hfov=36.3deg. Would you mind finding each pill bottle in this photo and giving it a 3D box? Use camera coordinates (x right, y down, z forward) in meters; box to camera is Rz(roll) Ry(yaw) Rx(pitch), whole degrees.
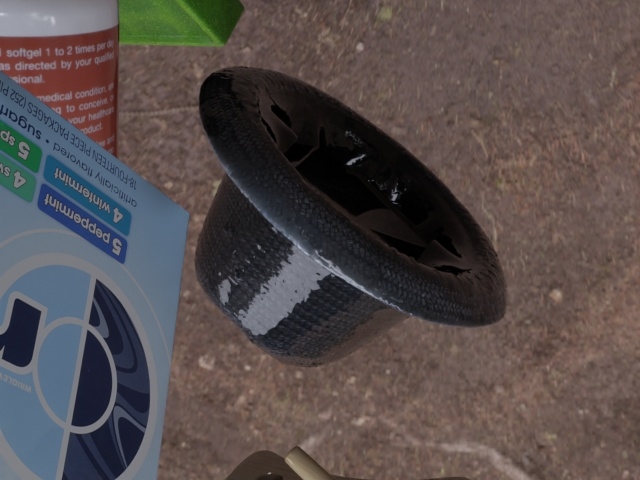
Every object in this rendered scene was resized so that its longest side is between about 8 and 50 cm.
[{"bbox_3d":[-0.172,-0.087,0.543,0.121,0.121,0.216,7,111,5],"label":"pill bottle"}]

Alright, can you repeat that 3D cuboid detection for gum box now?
[{"bbox_3d":[-0.113,0.035,0.306,0.041,0.184,0.157,-17,143,29],"label":"gum box"}]

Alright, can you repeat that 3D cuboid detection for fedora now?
[{"bbox_3d":[0.000,0.000,0.811,0.334,0.334,0.152,37,110,-12],"label":"fedora"}]

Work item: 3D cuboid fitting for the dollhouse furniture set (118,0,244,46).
[{"bbox_3d":[-0.167,-0.320,0.770,0.151,0.197,0.301,13,161,38],"label":"dollhouse furniture set"}]

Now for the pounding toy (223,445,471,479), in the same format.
[{"bbox_3d":[0.030,0.191,0.695,0.269,0.154,0.154,7,108,46],"label":"pounding toy"}]
